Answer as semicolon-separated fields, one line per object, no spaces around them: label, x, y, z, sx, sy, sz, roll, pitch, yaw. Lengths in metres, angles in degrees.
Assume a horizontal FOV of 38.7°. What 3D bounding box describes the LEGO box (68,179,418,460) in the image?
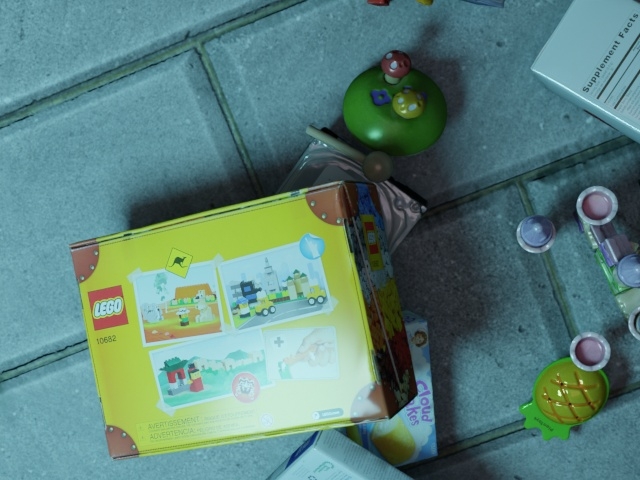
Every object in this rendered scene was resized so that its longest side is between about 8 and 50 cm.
LEGO box;-0.130;0.134;1.521;0.500;0.193;0.372;-12;87;18

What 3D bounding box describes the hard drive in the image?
hard drive;0.000;0.000;1.635;0.237;0.064;0.339;37;108;-2

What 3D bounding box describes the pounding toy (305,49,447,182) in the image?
pounding toy;0.116;-0.229;1.530;0.183;0.110;0.237;40;66;14

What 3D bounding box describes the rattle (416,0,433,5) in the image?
rattle;0.072;-0.449;1.504;0.200;0.142;0.130;-13;62;13

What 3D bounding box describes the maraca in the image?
maraca;0.446;0.290;1.667;0.127;0.099;0.185;34;116;5

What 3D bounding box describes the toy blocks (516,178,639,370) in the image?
toy blocks;0.513;0.032;1.503;0.309;0.260;0.288;-24;79;7

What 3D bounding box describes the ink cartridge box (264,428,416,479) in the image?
ink cartridge box;0.067;0.500;1.652;0.330;0.071;0.324;33;137;-5

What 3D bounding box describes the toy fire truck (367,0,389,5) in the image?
toy fire truck;0.023;-0.432;1.543;0.135;0.192;0.047;10;101;30

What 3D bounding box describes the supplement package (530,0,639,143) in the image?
supplement package;0.520;-0.267;1.488;0.293;0.177;0.175;35;101;15

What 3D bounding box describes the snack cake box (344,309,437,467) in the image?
snack cake box;0.120;0.273;1.654;0.152;0.089;0.264;-10;103;-19

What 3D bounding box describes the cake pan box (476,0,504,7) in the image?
cake pan box;0.238;-0.513;1.461;0.070;0.267;0.245;21;108;36
